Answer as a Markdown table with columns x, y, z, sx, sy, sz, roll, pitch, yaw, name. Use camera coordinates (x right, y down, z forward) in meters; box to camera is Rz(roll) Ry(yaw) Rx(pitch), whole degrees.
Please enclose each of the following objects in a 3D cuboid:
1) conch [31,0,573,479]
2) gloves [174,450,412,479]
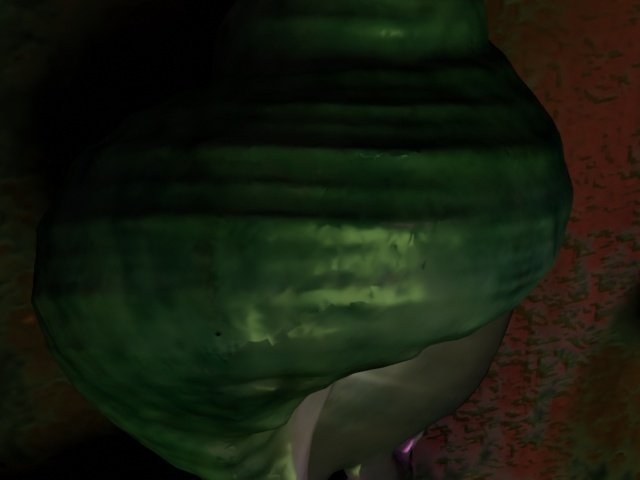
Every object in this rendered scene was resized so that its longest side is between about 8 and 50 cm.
| x | y | z | sx | sy | sz | roll | pitch | yaw | name |
| --- | --- | --- | --- | --- | --- | --- | --- | --- | --- |
| 0.000 | -0.004 | 0.530 | 0.202 | 0.134 | 0.196 | -53 | 163 | 27 | conch |
| -0.053 | 0.170 | 0.683 | 0.312 | 0.135 | 0.210 | 12 | 111 | -8 | gloves |
